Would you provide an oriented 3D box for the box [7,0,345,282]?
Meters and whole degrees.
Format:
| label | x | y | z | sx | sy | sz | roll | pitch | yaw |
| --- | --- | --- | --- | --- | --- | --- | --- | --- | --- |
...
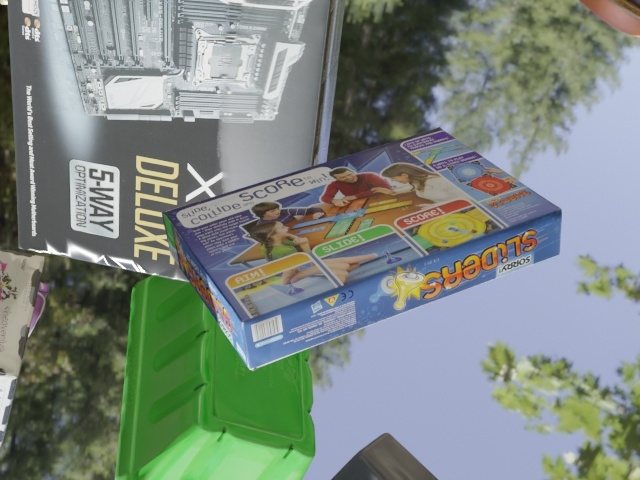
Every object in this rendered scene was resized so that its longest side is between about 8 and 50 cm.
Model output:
| label | x | y | z | sx | sy | sz | roll | pitch | yaw |
| --- | --- | --- | --- | --- | --- | --- | --- | --- | --- |
| box | -0.112 | -0.116 | 0.768 | 0.242 | 0.307 | 0.076 | 12 | -150 | 7 |

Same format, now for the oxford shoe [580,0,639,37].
| label | x | y | z | sx | sy | sz | roll | pitch | yaw |
| --- | --- | --- | --- | --- | --- | --- | --- | --- | --- |
| oxford shoe | 0.206 | -0.330 | 0.867 | 0.364 | 0.133 | 0.130 | 32 | -108 | -6 |

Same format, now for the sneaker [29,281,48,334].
| label | x | y | z | sx | sy | sz | roll | pitch | yaw |
| --- | --- | --- | --- | --- | --- | --- | --- | --- | --- |
| sneaker | -0.536 | 0.047 | 1.643 | 0.161 | 0.282 | 0.102 | -8 | -152 | -30 |

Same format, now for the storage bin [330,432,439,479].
| label | x | y | z | sx | sy | sz | roll | pitch | yaw |
| --- | --- | --- | --- | --- | --- | --- | --- | --- | --- |
| storage bin | 0.050 | 0.234 | 0.862 | 0.091 | 0.135 | 0.098 | 48 | -149 | 14 |

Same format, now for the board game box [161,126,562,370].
| label | x | y | z | sx | sy | sz | roll | pitch | yaw |
| --- | --- | --- | --- | --- | --- | --- | --- | --- | --- |
| board game box | 0.022 | -0.005 | 0.597 | 0.201 | 0.035 | 0.136 | -18 | -146 | -18 |

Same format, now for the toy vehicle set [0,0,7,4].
| label | x | y | z | sx | sy | sz | roll | pitch | yaw |
| --- | --- | --- | --- | --- | --- | --- | --- | --- | --- |
| toy vehicle set | -0.257 | -0.356 | 0.961 | 0.166 | 0.266 | 0.035 | 1 | -139 | 5 |

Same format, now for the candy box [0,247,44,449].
| label | x | y | z | sx | sy | sz | roll | pitch | yaw |
| --- | --- | --- | --- | --- | --- | --- | --- | --- | --- |
| candy box | -0.363 | 0.140 | 1.074 | 0.071 | 0.233 | 0.159 | 13 | -136 | -16 |

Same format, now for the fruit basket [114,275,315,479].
| label | x | y | z | sx | sy | sz | roll | pitch | yaw |
| --- | --- | --- | --- | --- | --- | --- | --- | --- | --- |
| fruit basket | -0.158 | 0.244 | 1.413 | 0.283 | 0.392 | 0.392 | 20 | -152 | -25 |
